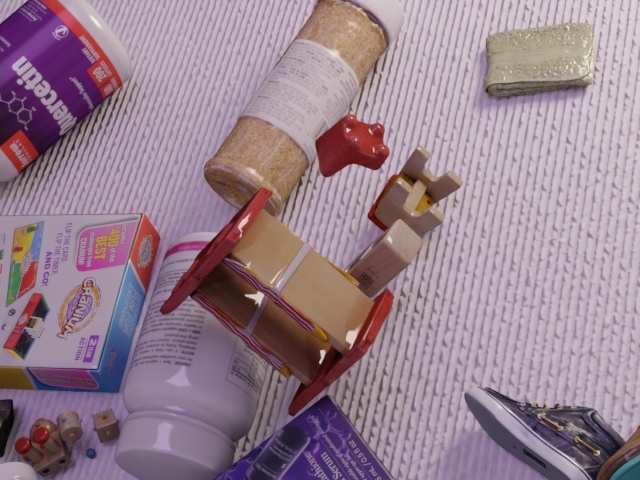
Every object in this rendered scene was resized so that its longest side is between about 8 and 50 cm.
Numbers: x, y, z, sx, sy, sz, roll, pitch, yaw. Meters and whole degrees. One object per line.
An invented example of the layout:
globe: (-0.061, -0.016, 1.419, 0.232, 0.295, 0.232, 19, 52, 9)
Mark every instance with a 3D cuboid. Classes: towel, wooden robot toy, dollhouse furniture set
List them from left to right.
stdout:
wooden robot toy: (-0.340, 0.243, 1.651, 0.173, 0.076, 0.079, -29, 42, -1)
dollhouse furniture set: (0.000, 0.000, 1.562, 0.152, 0.201, 0.374, -44, 8, 40)
towel: (0.293, -0.245, 1.770, 0.148, 0.027, 0.110, -5, 56, 17)

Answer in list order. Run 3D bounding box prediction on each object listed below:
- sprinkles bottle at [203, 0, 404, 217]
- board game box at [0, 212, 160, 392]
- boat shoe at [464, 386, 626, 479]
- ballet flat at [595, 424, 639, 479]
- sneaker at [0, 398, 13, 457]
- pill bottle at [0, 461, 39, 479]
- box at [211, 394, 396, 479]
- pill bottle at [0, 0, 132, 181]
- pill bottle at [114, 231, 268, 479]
sprinkles bottle: (-0.019, -0.200, 1.791, 0.121, 0.121, 0.355, 20, 67, 29)
board game box: (-0.395, 0.080, 1.777, 0.316, 0.064, 0.242, 0, 58, 20)
boat shoe: (0.250, 0.206, 1.472, 0.083, 0.065, 0.183, -40, 56, -19)
ballet flat: (0.443, 0.186, 1.393, 0.342, 0.116, 0.124, -21, 33, 5)
sneaker: (-0.437, 0.231, 1.663, 0.089, 0.051, 0.170, 2, 12, -6)
pill bottle: (-0.340, 0.370, 1.529, 0.124, 0.124, 0.221, -32, 54, -3)
box: (-0.019, 0.302, 1.470, 0.207, 0.108, 0.153, -37, 54, -7)
pill bottle: (-0.443, -0.211, 1.913, 0.323, 0.181, 0.181, -44, 55, -11)
pill bottle: (-0.144, 0.147, 1.584, 0.160, 0.160, 0.283, 2, 58, 21)
